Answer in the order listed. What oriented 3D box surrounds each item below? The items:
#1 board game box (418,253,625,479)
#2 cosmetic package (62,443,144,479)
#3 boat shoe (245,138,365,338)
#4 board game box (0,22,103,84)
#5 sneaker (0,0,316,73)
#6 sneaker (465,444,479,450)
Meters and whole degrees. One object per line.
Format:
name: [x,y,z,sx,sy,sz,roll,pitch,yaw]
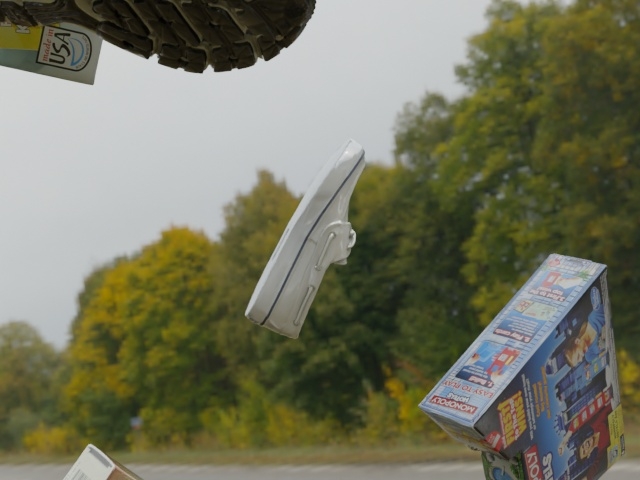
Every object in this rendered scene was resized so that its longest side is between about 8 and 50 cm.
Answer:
board game box: [0.171,0.140,0.981,0.194,0.194,0.060,-29,29,-36]
cosmetic package: [-0.229,0.427,1.648,0.296,0.129,0.153,41,-14,-23]
boat shoe: [0.000,0.000,1.460,0.084,0.258,0.095,28,10,-8]
board game box: [-0.341,-0.296,1.023,0.336,0.254,0.079,10,11,-22]
sneaker: [-0.150,-0.236,0.915,0.329,0.147,0.130,18,-21,19]
sneaker: [0.165,0.211,1.274,0.035,0.031,0.083,27,-10,41]
